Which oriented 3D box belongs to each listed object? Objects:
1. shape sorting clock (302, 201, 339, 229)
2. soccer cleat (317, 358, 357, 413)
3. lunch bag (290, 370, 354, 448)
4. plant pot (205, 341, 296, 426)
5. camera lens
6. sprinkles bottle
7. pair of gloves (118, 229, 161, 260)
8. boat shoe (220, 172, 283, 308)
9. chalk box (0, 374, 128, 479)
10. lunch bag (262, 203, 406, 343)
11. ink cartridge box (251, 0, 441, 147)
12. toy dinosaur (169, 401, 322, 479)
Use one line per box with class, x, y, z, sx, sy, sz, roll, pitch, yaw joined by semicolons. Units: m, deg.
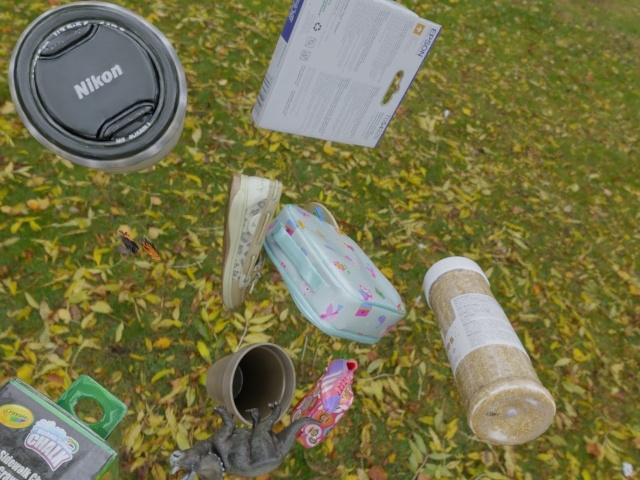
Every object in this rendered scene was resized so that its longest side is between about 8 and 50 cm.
shape sorting clock;0.000;0.000;1.277;0.040;0.206;0.206;-14;56;-34
soccer cleat;0.054;0.429;1.449;0.095;0.082;0.248;-14;10;13
lunch bag;0.003;0.661;1.945;0.120;0.293;0.258;39;6;-9
plant pot;-0.312;0.577;1.952;0.323;0.281;0.322;13;72;-45
camera lens;-0.321;-0.216;0.741;0.220;0.274;0.219;-2;96;-17
sprinkles bottle;0.263;0.160;0.808;0.121;0.121;0.355;13;26;-6
pair of gloves;-0.371;0.012;0.987;0.083;0.074;0.010;16;56;13
boat shoe;-0.128;0.015;0.855;0.090;0.285;0.104;3;41;-13
chalk box;-0.389;0.318;0.632;0.180;0.179;0.289;34;48;5
lunch bag;0.012;0.060;0.903;0.224;0.107;0.279;20;24;-48
ink cartridge box;0.053;-0.372;1.056;0.330;0.324;0.071;2;42;-35
toy dinosaur;-0.154;0.436;1.023;0.314;0.121;0.160;1;57;-12
